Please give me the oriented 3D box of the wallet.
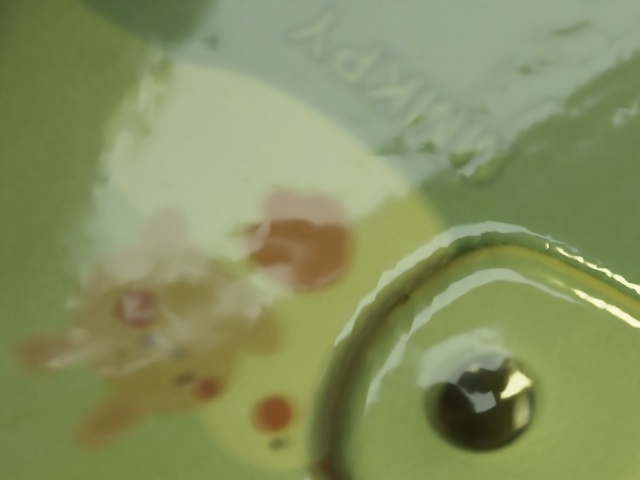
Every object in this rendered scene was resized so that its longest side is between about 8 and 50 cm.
[{"bbox_3d":[0.000,0.000,0.562,0.252,0.083,0.360,34,103,-12],"label":"wallet"}]
